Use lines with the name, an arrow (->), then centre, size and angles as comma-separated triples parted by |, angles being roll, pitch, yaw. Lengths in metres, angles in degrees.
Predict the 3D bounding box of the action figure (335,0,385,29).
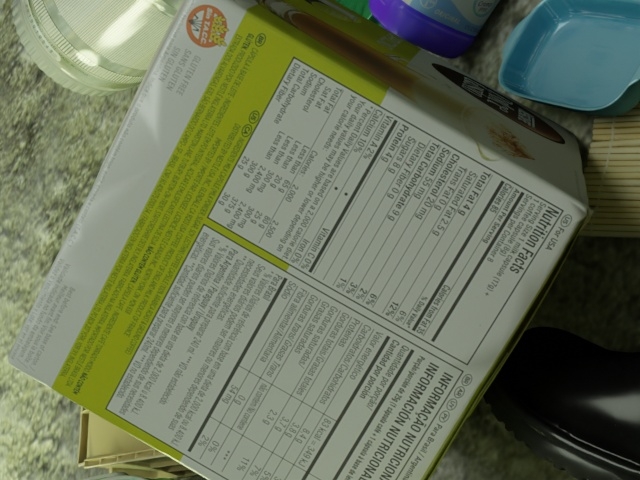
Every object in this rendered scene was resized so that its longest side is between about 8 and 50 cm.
action figure -> 0.077, -0.280, 1.471 | 0.232, 0.063, 0.137 | -50, 43, 33

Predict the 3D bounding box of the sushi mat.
sushi mat -> 0.340, -0.073, 1.129 | 0.316, 0.019, 0.151 | 3, 81, 50

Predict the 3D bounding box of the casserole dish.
casserole dish -> 0.240, -0.165, 1.243 | 0.188, 0.037, 0.114 | 23, 82, 55

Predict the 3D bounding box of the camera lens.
camera lens -> -0.233, -0.327, 1.731 | 0.274, 0.219, 0.219 | -29, 58, 41

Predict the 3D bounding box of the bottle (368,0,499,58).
bottle -> 0.161, -0.317, 1.341 | 0.283, 0.118, 0.092 | -57, 42, 20

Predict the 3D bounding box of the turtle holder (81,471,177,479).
turtle holder -> -0.218, 0.406, 1.479 | 0.243, 0.227, 0.320 | -28, 58, 41

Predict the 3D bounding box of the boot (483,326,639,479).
boot -> 0.294, 0.072, 1.036 | 0.348, 0.131, 0.260 | 27, 109, 40

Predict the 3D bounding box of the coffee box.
coffee box -> 0.000, 0.000, 1.166 | 0.338, 0.334, 0.337 | -61, -1, 16

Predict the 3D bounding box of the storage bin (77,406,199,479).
storage bin -> -0.162, 0.132, 1.583 | 0.260, 0.123, 0.262 | -17, 66, 47
